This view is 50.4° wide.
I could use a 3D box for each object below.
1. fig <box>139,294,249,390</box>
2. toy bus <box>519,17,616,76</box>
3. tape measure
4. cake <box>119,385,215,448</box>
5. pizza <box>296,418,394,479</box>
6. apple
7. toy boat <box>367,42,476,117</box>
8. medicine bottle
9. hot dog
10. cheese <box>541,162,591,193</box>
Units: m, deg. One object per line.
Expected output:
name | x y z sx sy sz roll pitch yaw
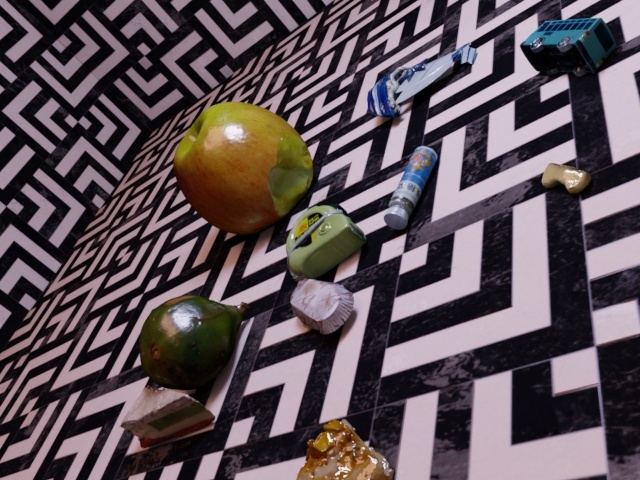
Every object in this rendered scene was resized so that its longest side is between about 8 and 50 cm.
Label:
fig | -0.245 0.200 1.394 0.245 0.195 0.195 -16 4 -40
toy bus | 0.465 -0.368 1.284 0.092 0.079 0.160 -48 26 -6
tape measure | 0.000 0.000 1.396 0.177 0.087 0.154 -37 38 18
cake | -0.306 0.350 1.315 0.220 0.086 0.116 -3 47 54
pizza | 0.019 0.311 0.930 0.182 0.062 0.161 -29 27 31
apple | -0.202 -0.189 1.737 0.340 0.339 0.339 -34 27 20
toy boat | 0.240 -0.408 1.698 0.292 0.070 0.210 -36 31 9
medicine bottle | 0.178 -0.106 1.340 0.051 0.051 0.191 -14 40 47
hot dog | 0.000 0.119 1.260 0.099 0.053 0.192 -49 23 -13
cheese | 0.378 -0.096 1.056 0.044 0.030 0.083 -64 30 7
